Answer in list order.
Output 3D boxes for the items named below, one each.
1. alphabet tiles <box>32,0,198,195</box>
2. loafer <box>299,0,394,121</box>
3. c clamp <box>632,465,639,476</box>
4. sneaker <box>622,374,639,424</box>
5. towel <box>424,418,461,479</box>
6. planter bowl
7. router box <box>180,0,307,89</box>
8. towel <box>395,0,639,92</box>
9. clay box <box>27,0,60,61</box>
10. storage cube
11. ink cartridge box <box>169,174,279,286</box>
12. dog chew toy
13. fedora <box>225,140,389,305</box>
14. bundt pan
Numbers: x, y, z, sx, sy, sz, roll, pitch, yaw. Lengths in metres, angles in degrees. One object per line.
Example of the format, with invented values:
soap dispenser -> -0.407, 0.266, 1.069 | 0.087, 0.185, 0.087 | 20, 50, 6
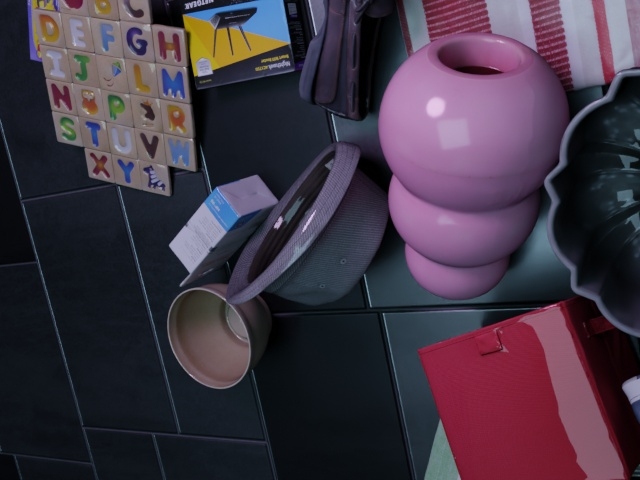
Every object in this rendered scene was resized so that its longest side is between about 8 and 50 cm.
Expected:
alphabet tiles -> -0.324, -0.238, 1.224 | 0.285, 0.011, 0.343 | 14, 124, 22
loafer -> 0.056, -0.281, 0.953 | 0.095, 0.109, 0.302 | 34, 137, 15
c clamp -> 0.432, 0.334, 0.965 | 0.160, 0.022, 0.137 | -3, 103, 33
sneaker -> 0.414, 0.174, 0.718 | 0.226, 0.086, 0.163 | -36, 54, 39
towel -> 0.288, 0.377, 1.045 | 0.325, 0.038, 0.248 | 24, 115, 32
planter bowl -> -0.144, 0.136, 1.217 | 0.162, 0.109, 0.162 | 10, 110, 29
router box -> -0.109, -0.295, 1.103 | 0.179, 0.046, 0.133 | -3, 103, 33
towel -> 0.242, -0.283, 0.893 | 0.329, 0.037, 0.237 | -5, 103, 35
clay box -> -0.381, -0.342, 1.257 | 0.222, 0.053, 0.127 | 17, 114, 28
storage cube -> 0.260, 0.179, 0.903 | 0.215, 0.183, 0.193 | -24, 79, 33
ink cartridge box -> -0.157, -0.014, 1.183 | 0.060, 0.104, 0.180 | 51, 124, 9
dog chew toy -> 0.168, -0.064, 0.902 | 0.206, 0.206, 0.332 | 21, 134, 26
fedora -> 0.000, 0.000, 1.047 | 0.124, 0.244, 0.275 | 34, 114, -14
bundt pan -> 0.402, -0.053, 0.780 | 0.330, 0.124, 0.331 | 10, 118, 19
